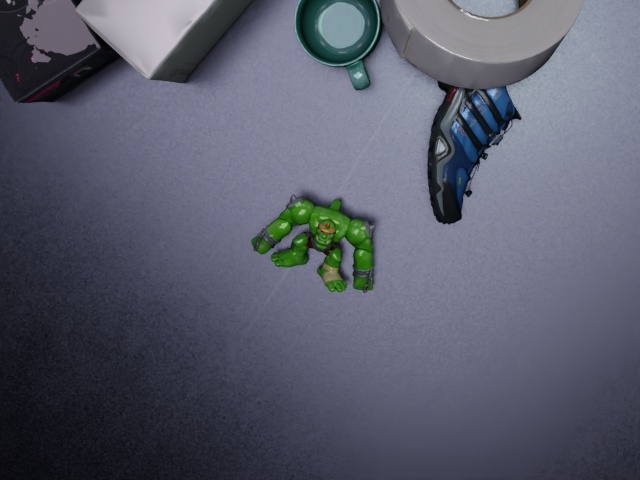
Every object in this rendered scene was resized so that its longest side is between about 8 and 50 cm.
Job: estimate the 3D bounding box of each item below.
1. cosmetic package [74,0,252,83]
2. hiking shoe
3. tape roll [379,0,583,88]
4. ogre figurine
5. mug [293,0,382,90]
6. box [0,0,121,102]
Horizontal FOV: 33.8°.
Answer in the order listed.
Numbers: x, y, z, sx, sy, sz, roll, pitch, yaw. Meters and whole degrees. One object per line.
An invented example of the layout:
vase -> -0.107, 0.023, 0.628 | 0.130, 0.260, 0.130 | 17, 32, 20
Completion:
cosmetic package -> -0.159, -0.420, 1.540 | 0.156, 0.217, 0.385 | 41, 101, 0
hiking shoe -> 0.233, -0.169, 1.576 | 0.132, 0.113, 0.303 | 8, 98, 6
tape roll -> 0.227, -0.363, 1.506 | 0.286, 0.100, 0.286 | 1, 76, -5
ogre figurine -> 0.000, 0.000, 1.640 | 0.197, 0.097, 0.118 | 29, 118, 17
mug -> 0.027, -0.314, 1.590 | 0.130, 0.097, 0.157 | 12, 99, 4
box -> -0.448, -0.365, 1.615 | 0.165, 0.143, 0.270 | -31, 93, 10
